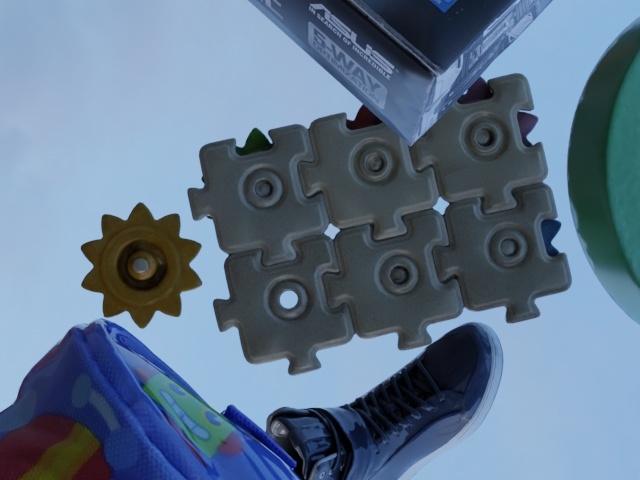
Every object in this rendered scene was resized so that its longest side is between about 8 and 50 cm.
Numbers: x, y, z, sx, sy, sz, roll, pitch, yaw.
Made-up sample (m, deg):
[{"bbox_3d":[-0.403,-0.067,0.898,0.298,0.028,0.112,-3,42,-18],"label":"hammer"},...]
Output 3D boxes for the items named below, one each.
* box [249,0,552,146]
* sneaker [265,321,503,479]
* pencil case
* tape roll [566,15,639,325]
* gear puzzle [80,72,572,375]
[{"bbox_3d":[0.049,-0.226,0.479,0.307,0.242,0.076,-45,172,-12],"label":"box"},{"bbox_3d":[0.051,0.155,1.200,0.226,0.163,0.086,-51,-127,19],"label":"sneaker"},{"bbox_3d":[-0.121,0.164,0.443,0.119,0.133,0.306,43,-86,17],"label":"pencil case"},{"bbox_3d":[0.367,-0.059,1.131,0.077,0.321,0.321,-176,-74,-76],"label":"tape roll"},{"bbox_3d":[0.000,0.000,0.957,0.044,0.338,0.176,-178,-105,-86],"label":"gear puzzle"}]
